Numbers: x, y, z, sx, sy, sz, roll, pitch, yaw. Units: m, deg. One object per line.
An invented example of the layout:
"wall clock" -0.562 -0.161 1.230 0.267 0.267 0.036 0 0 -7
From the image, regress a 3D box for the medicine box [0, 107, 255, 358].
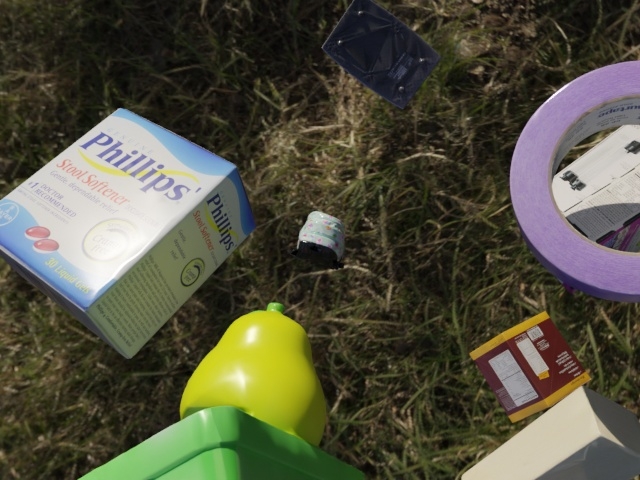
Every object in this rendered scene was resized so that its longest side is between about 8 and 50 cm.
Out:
"medicine box" -0.295 -0.024 0.889 0.263 0.289 0.149 28 152 25

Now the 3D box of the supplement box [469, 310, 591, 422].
"supplement box" 0.517 0.310 1.461 0.194 0.191 0.129 61 142 18

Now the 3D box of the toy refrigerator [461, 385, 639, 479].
"toy refrigerator" 0.333 0.333 0.867 0.102 0.094 0.269 27 123 -13

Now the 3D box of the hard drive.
"hard drive" 0.149 -0.464 1.461 0.254 0.054 0.172 34 105 -9

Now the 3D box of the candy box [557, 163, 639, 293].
"candy box" 0.465 -0.035 0.898 0.233 0.159 0.071 -29 59 -8

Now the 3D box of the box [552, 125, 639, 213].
"box" 0.670 -0.143 1.375 0.290 0.169 0.087 -38 116 11

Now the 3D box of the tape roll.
"tape roll" 0.370 -0.067 0.701 0.274 0.090 0.275 -5 77 21

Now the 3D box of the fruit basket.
"fruit basket" -0.104 0.268 0.692 0.283 0.392 0.392 -31 82 9

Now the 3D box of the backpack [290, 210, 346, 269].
"backpack" 0.000 0.000 1.575 0.152 0.182 0.115 12 75 2
